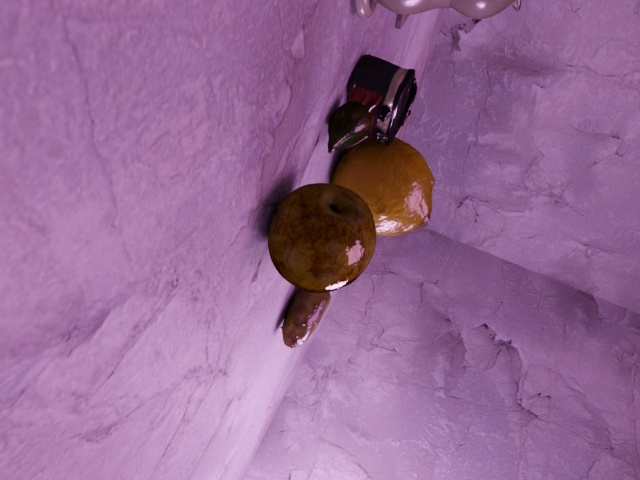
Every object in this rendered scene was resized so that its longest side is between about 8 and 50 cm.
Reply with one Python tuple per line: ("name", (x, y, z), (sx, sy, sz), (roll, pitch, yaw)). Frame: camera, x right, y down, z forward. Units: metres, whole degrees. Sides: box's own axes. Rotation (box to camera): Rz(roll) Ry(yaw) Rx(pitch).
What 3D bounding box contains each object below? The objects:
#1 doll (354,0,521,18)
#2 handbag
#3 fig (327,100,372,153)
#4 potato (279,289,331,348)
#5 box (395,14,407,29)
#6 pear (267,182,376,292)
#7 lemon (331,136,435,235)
("doll", (0.269, -0.610, 0.954), (0.215, 0.369, 0.226), (-35, 129, -75))
("handbag", (0.179, -0.406, 1.293), (0.254, 0.181, 0.181), (88, 26, -66))
("fig", (0.061, -0.300, 1.174), (0.177, 0.117, 0.117), (-43, 160, -26))
("potato", (-0.061, 0.282, 1.702), (0.296, 0.141, 0.192), (-62, -174, -30))
("box", (0.303, -0.814, 1.494), (0.090, 0.024, 0.167), (96, 20, -58))
("pear", (0.000, 0.000, 1.042), (0.283, 0.283, 0.284), (23, 90, -80))
("lemon", (0.218, -0.177, 1.501), (0.350, 0.387, 0.350), (-46, 171, -9))
